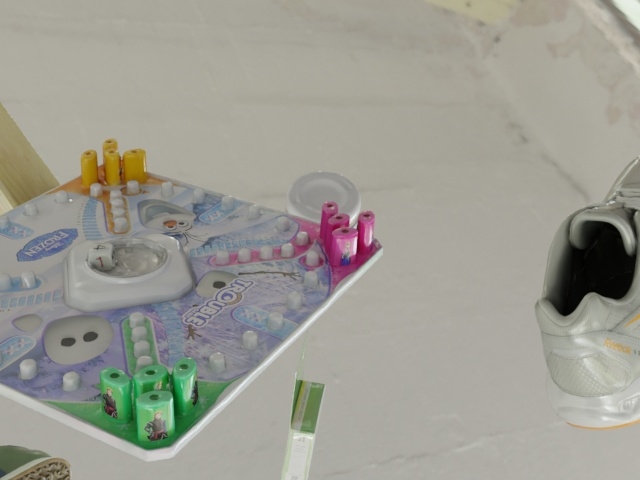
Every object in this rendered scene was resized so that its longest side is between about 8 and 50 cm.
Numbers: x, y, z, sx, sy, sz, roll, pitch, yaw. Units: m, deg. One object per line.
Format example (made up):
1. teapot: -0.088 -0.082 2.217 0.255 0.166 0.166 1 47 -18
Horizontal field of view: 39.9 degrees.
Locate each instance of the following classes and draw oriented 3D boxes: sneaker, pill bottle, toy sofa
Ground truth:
1. sneaker: -0.342 0.240 0.837 0.086 0.064 0.192 8 -170 42
2. sneaker: 0.225 0.002 0.634 0.262 0.099 0.121 -58 -46 -38
3. pill bottle: 0.000 0.000 1.140 0.094 0.169 0.094 1 -130 -2
4. toy sofa: -0.542 -0.134 1.406 0.362 0.177 0.150 58 -152 -15

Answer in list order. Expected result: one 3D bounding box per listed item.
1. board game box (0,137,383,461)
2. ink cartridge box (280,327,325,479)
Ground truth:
1. board game box: -0.191 0.018 0.870 0.390 0.050 0.390 17 -148 25
2. ink cartridge box: -0.025 0.306 1.631 0.056 0.235 0.171 11 -157 2
